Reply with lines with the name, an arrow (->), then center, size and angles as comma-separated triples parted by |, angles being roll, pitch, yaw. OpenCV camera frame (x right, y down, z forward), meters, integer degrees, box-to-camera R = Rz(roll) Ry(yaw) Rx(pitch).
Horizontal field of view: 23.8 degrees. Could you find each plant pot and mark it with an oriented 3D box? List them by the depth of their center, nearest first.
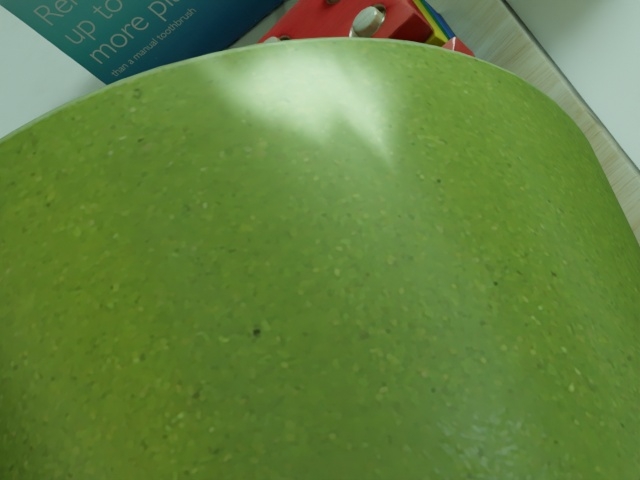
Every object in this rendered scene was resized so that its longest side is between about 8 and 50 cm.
plant pot -> 0.020, 0.144, 0.402 | 0.275, 0.275, 0.293 | -41, 50, 17

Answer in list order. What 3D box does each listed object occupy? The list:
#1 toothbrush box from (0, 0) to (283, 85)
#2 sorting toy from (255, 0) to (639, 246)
toothbrush box -> -0.138, -0.251, 0.914 | 0.216, 0.295, 0.126 | -35, 36, 24
sorting toy -> 0.000, 0.000, 0.691 | 0.257, 0.089, 0.255 | -43, 34, 14
